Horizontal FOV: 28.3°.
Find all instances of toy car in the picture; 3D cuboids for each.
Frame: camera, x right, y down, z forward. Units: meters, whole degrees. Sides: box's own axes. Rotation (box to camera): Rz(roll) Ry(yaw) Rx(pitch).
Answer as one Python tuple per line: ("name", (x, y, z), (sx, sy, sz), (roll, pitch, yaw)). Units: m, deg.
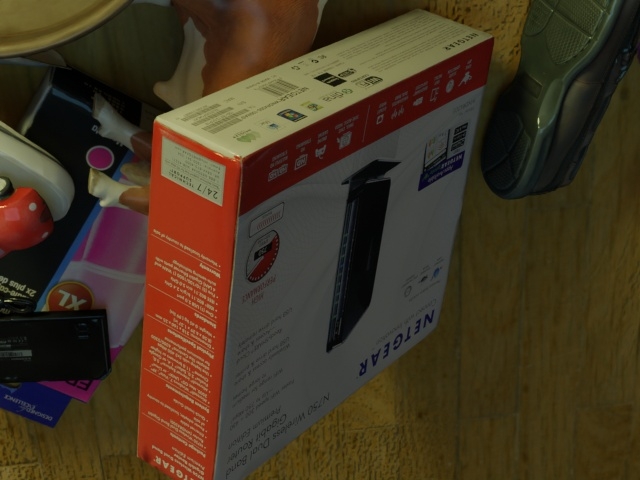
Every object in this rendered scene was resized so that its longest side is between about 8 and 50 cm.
("toy car", (-0.348, -0.005, 1.040), (0.239, 0.053, 0.225), (26, 141, -4))

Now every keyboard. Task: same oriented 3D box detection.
("keyboard", (-0.281, 0.083, 1.134), (0.180, 0.023, 0.108), (-2, 128, -5))

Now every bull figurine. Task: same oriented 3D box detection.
("bull figurine", (-0.080, -0.154, 1.001), (0.188, 0.101, 0.311), (4, 105, -13))

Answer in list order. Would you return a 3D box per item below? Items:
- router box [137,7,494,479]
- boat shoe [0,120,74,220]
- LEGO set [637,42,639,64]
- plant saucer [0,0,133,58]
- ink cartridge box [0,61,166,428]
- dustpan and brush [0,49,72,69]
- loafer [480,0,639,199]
("router box", (0.000, 0.000, 1.024), (0.082, 0.335, 0.301), (26, 126, 28))
("boat shoe", (-0.309, -0.102, 1.022), (0.258, 0.084, 0.095), (27, 142, -6))
("LEGO set", (0.323, -0.096, 1.124), (0.087, 0.093, 0.227), (-13, 98, -39))
("plant saucer", (-0.230, -0.259, 0.905), (0.277, 0.041, 0.278), (0, 80, -2))
("ink cartridge box", (-0.244, 0.030, 1.155), (0.175, 0.069, 0.371), (25, 118, -20))
("dustpan and brush", (-0.316, -0.177, 0.995), (0.211, 0.147, 0.060), (6, 93, 10))
("loafer", (0.221, -0.152, 1.089), (0.084, 0.096, 0.268), (-1, 131, -29))
